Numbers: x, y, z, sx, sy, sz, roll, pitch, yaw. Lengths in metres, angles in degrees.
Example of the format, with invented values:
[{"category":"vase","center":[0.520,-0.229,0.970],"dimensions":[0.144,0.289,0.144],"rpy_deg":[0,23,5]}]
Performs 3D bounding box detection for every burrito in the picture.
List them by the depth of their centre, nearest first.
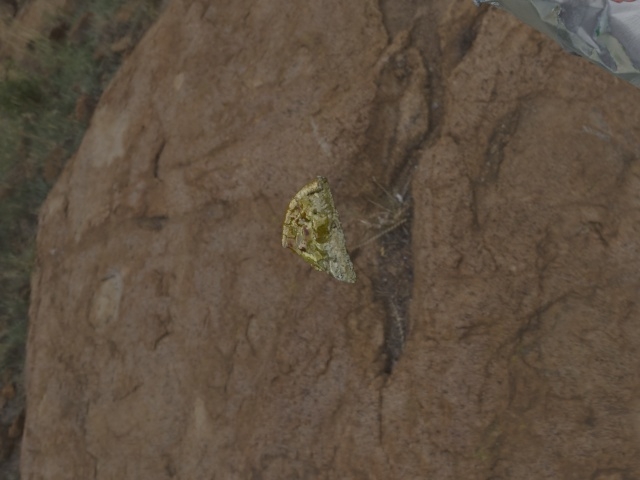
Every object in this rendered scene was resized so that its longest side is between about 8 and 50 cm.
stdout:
[{"category":"burrito","center":[0.181,-0.159,0.445],"dimensions":[0.203,0.064,0.064],"rpy_deg":[41,102,30]}]

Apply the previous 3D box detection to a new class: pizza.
[{"category":"pizza","center":[0.000,0.000,0.654],"dimensions":[0.108,0.026,0.123],"rpy_deg":[52,145,16]}]
